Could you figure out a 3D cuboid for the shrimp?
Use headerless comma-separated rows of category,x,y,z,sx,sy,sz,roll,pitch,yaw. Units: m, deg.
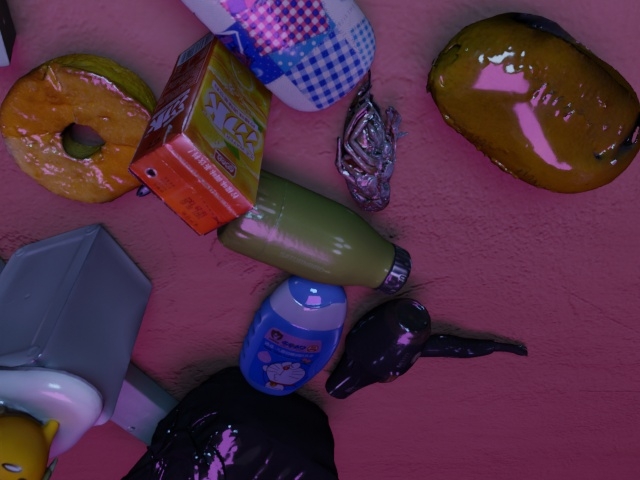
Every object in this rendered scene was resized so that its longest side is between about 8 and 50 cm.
shrimp,0.059,-0.116,0.656,0.073,0.075,0.190,18,127,26

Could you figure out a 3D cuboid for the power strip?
power strip,-0.313,0.355,1.071,0.091,0.062,0.385,-26,129,9

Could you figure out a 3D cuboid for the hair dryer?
hair dryer,0.198,0.207,0.945,0.359,0.120,0.304,5,141,-18

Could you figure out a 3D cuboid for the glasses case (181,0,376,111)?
glasses case,-0.075,-0.256,0.510,0.125,0.076,0.327,-40,123,14

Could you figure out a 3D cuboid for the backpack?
backpack,-0.195,0.461,0.995,0.363,0.255,0.445,37,106,-30

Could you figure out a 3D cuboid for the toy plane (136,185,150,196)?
toy plane,-0.212,-0.078,0.707,0.083,0.031,0.079,-31,110,21

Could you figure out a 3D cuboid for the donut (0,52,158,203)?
donut,-0.266,-0.131,0.630,0.174,0.075,0.190,29,130,-26

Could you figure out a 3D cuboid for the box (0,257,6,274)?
box,-0.556,0.073,0.813,0.175,0.062,0.261,-10,131,8

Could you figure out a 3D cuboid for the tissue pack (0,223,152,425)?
tissue pack,-0.354,0.117,0.734,0.159,0.246,0.136,-15,130,13

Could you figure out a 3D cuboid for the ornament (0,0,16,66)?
ornament,-0.443,-0.216,0.510,0.285,0.130,0.121,12,126,-13

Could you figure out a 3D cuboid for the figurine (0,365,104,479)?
figurine,-0.367,0.248,0.594,0.249,0.141,0.166,-30,126,22

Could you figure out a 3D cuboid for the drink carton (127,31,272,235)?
drink carton,-0.108,-0.118,0.543,0.070,0.223,0.096,-26,127,22

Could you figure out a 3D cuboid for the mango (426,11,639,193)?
mango,0.227,-0.141,0.584,0.248,0.156,0.151,19,164,-20

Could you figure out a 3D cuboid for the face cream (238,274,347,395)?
face cream,-0.039,0.147,0.878,0.148,0.083,0.264,14,130,-15

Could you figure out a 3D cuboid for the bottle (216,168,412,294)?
bottle,0.000,0.000,0.726,0.260,0.112,0.112,23,128,-20
